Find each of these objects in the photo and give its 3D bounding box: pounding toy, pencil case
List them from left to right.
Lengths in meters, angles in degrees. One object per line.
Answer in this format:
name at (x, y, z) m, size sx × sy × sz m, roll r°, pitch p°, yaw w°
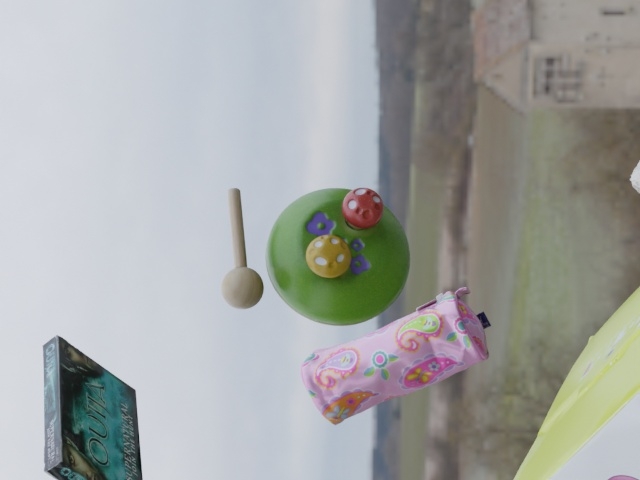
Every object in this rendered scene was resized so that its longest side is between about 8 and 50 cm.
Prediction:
pounding toy at (0.000, 0.000, 1.634) m, size 0.110 × 0.237 × 0.183 m, roll 105°, pitch 167°, yaw -66°
pencil case at (0.114, 0.175, 2.006) m, size 0.124 × 0.284 × 0.124 m, roll 57°, pitch -164°, yaw -26°

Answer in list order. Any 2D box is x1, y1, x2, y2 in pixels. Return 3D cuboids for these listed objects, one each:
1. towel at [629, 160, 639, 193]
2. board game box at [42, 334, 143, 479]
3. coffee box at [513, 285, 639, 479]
towel at (0.425, -0.138, 1.253) m, size 0.282 × 0.049 × 0.187 m, roll -50°, pitch 18°, yaw 0°
board game box at (-0.239, 0.198, 1.401) m, size 0.126 × 0.026 × 0.186 m, roll 43°, pitch -160°, yaw -36°
coffee box at (0.418, 0.204, 1.290) m, size 0.338 × 0.334 × 0.337 m, roll -51°, pitch -6°, yaw -42°
